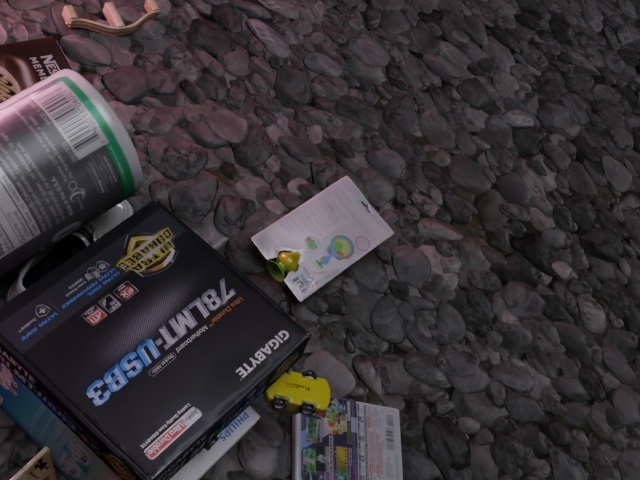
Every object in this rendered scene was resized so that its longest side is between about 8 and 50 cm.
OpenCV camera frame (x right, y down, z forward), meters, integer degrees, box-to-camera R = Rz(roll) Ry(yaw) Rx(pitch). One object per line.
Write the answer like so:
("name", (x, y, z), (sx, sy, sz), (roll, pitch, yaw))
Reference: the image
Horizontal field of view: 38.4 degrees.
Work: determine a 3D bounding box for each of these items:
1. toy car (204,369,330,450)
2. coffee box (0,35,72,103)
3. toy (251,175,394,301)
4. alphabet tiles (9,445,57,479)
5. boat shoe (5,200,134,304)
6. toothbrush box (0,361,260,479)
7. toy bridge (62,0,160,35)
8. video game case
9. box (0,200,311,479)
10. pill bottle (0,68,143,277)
("toy car", (-0.126, 0.201, 1.231), (0.239, 0.053, 0.225), (41, 46, 2))
("coffee box", (-0.519, -0.193, 1.400), (0.297, 0.119, 0.168), (-21, 70, -37))
("toy", (0.000, 0.000, 1.598), (0.237, 0.056, 0.137), (-34, 83, -35))
("alphabet tiles", (-0.392, 0.352, 1.057), (0.009, 0.198, 0.237), (25, 45, 21))
("boat shoe", (-0.364, 0.009, 1.368), (0.096, 0.088, 0.267), (41, 49, 2))
("toothbrush box", (-0.267, 0.222, 1.252), (0.295, 0.126, 0.216), (44, 48, 5))
("toy bridge", (-0.379, -0.406, 1.684), (0.188, 0.026, 0.063), (-17, 70, -36))
("video game case", (0.042, 0.341, 1.411), (0.184, 0.023, 0.201), (14, 54, -20))
("box", (-0.216, 0.126, 1.168), (0.293, 0.073, 0.295), (39, 54, 17))
("pill bottle", (-0.444, -0.064, 1.252), (0.361, 0.204, 0.204), (-35, 79, -21))
